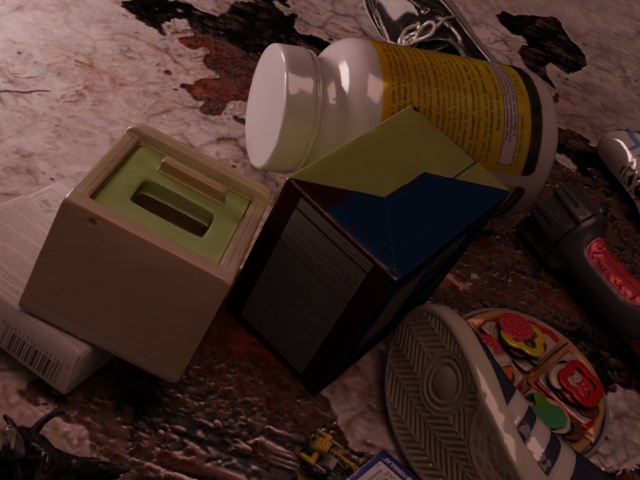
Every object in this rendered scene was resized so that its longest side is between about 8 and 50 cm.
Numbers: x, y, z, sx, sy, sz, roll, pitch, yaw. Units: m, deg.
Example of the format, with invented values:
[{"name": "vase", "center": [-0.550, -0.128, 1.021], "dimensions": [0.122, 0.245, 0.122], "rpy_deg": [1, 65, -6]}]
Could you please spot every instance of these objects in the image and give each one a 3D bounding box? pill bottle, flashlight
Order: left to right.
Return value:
[{"name": "pill bottle", "center": [0.091, -0.134, 1.120], "dimensions": [0.334, 0.188, 0.188], "rpy_deg": [6, 47, -22]}, {"name": "flashlight", "center": [0.374, 0.059, 1.140], "dimensions": [0.103, 0.103, 0.304], "rpy_deg": [-14, 57, -34]}]

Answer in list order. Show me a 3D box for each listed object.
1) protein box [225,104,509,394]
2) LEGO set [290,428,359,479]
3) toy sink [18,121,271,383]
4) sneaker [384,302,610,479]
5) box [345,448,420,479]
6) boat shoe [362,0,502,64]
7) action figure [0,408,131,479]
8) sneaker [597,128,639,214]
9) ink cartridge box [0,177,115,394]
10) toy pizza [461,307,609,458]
[{"name": "protein box", "center": [0.043, 0.009, 0.945], "dimensions": [0.136, 0.201, 0.200], "rpy_deg": [44, 47, 13]}, {"name": "LEGO set", "center": [0.027, 0.277, 0.695], "dimensions": [0.255, 0.192, 0.331], "rpy_deg": [41, 45, 14]}, {"name": "toy sink", "center": [-0.144, -0.009, 0.880], "dimensions": [0.153, 0.131, 0.234], "rpy_deg": [28, 27, -5]}, {"name": "sneaker", "center": [0.186, 0.210, 0.904], "dimensions": [0.148, 0.131, 0.350], "rpy_deg": [9, 42, -41]}, {"name": "box", "center": [0.002, 0.247, 0.609], "dimensions": [0.225, 0.036, 0.136], "rpy_deg": [-34, 42, -21]}, {"name": "boat shoe", "center": [0.151, -0.264, 1.329], "dimensions": [0.105, 0.113, 0.306], "rpy_deg": [-16, 66, -53]}, {"name": "action figure", "center": [-0.218, 0.218, 0.672], "dimensions": [0.164, 0.141, 0.275], "rpy_deg": [0, 50, -11]}, {"name": "sneaker", "center": [0.464, -0.067, 1.320], "dimensions": [0.086, 0.085, 0.237], "rpy_deg": [-19, 56, -29]}, {"name": "ink cartridge box", "center": [-0.244, 0.031, 0.914], "dimensions": [0.181, 0.056, 0.225], "rpy_deg": [34, 25, 7]}, {"name": "toy pizza", "center": [0.227, 0.149, 1.032], "dimensions": [0.201, 0.032, 0.201], "rpy_deg": [14, 45, -14]}]
